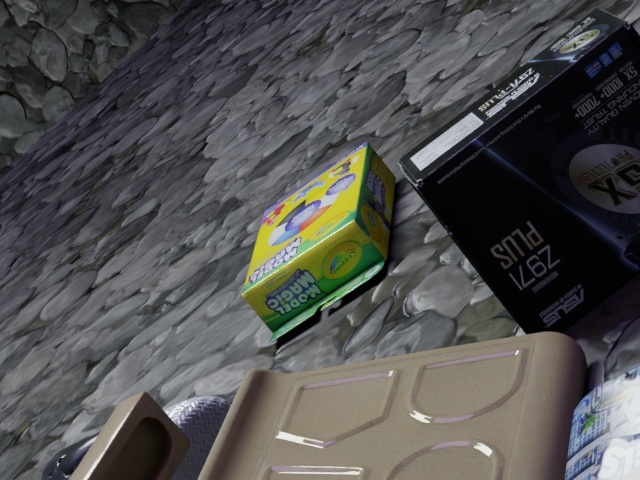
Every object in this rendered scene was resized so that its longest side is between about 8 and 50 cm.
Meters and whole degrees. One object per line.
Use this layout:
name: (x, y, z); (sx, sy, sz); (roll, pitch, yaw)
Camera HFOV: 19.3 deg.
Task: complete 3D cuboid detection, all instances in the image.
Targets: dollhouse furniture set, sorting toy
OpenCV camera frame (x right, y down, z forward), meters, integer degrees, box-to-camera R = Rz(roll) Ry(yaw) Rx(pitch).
dollhouse furniture set: (-0.058, 0.166, 1.203); (0.123, 0.151, 0.144); (-25, 22, 37)
sorting toy: (0.034, 0.157, 1.119); (0.229, 0.041, 0.307); (-7, 27, 17)

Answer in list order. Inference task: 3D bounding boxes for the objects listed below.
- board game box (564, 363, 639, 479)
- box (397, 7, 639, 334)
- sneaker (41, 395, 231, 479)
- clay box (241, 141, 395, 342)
board game box: (0.179, 0.127, 0.893); (0.194, 0.060, 0.194); (-32, 31, 39)
box: (0.169, -0.044, 1.288); (0.180, 0.147, 0.077); (-37, 16, 3)
sneaker: (-0.172, 0.222, 1.400); (0.268, 0.101, 0.153); (-43, 15, -35)
clay box: (0.000, 0.000, 1.703); (0.127, 0.053, 0.222); (-34, 16, 17)
